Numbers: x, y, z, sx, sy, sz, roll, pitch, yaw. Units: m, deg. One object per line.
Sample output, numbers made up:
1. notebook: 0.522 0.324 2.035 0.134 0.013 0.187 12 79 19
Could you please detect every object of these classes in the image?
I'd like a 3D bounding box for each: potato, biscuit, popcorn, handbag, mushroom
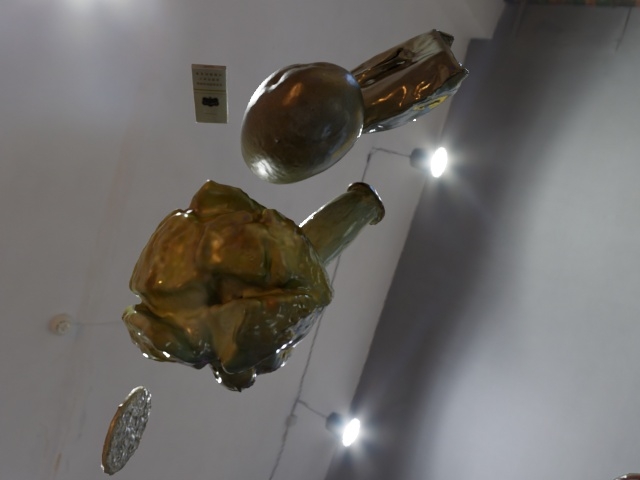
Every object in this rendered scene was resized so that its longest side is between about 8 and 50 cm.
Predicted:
1. potato: -0.031 -0.165 0.729 0.177 0.235 0.160 -10 -94 -17
2. biscuit: -0.333 0.325 0.861 0.152 0.020 0.152 15 -90 -85
3. popcorn: -0.108 0.074 0.661 0.276 0.276 0.226 52 -130 -53
4. handbag: 0.143 -0.296 0.942 0.109 0.253 0.316 60 -157 -28
5. mushroom: 0.000 0.000 0.963 0.312 0.100 0.081 -41 -18 -19

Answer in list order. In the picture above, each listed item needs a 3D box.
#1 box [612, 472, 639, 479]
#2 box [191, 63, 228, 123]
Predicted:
1. box: 0.526 0.588 0.779 0.108 0.263 0.404 21 -91 -41
2. box: -0.296 -0.391 1.342 0.167 0.090 0.024 99 169 -47
